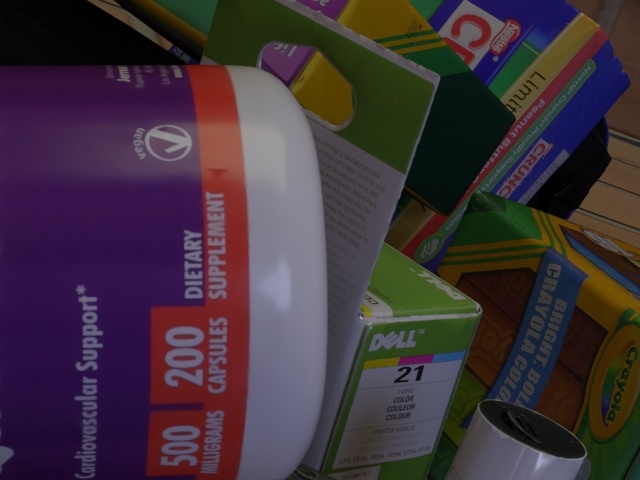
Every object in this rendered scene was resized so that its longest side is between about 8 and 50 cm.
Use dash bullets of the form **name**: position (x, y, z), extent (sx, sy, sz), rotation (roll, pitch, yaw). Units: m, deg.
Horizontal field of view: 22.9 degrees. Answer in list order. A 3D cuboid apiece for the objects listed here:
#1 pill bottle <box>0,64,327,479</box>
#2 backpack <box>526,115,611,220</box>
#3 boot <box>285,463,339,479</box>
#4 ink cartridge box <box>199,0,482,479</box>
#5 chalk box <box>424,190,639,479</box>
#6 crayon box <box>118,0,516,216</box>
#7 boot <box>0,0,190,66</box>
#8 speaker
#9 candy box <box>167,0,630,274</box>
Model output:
- **pill bottle**: position (-0.167, 0.019, 0.642), extent (0.323, 0.181, 0.181), rotation (-2, 19, -10)
- **backpack**: position (0.139, -0.104, 1.546), extent (0.263, 0.276, 0.213), rotation (39, 8, -25)
- **boot**: position (-0.082, 0.105, 0.767), extent (0.208, 0.076, 0.190), rotation (34, 4, 19)
- **ink cartridge box**: position (0.000, 0.000, 0.887), extent (0.097, 0.255, 0.189), rotation (0, 25, -42)
- **chalk box**: position (0.181, 0.122, 0.875), extent (0.179, 0.180, 0.289), rotation (18, 13, -29)
- **crayon box**: position (-0.066, -0.182, 1.133), extent (0.363, 0.106, 0.313), rotation (35, 1, 26)
- **boot**: position (-0.181, -0.128, 1.317), extent (0.445, 0.146, 0.367), rotation (31, 2, 16)
- **speaker**: position (0.071, 0.143, 0.729), extent (0.055, 0.136, 0.055), rotation (21, 13, -5)
- **candy box**: position (0.057, -0.142, 1.356), extent (0.317, 0.268, 0.122), rotation (43, 3, 30)
